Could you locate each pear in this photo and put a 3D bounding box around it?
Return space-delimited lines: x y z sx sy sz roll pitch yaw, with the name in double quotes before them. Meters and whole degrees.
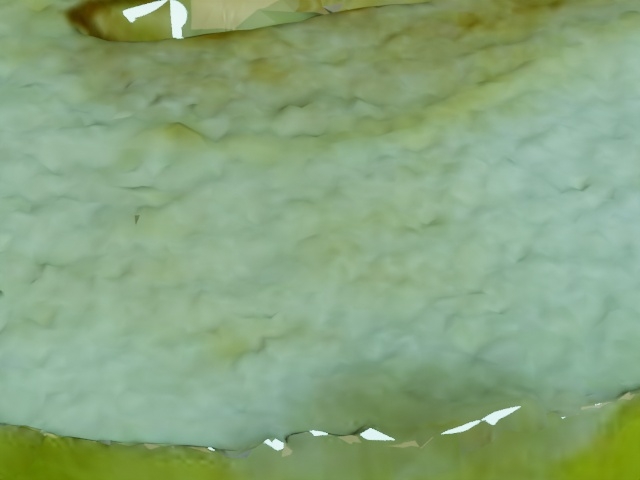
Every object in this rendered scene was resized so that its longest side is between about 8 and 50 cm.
"pear" 0.000 0.000 0.559 0.386 0.340 0.191 1 129 2
